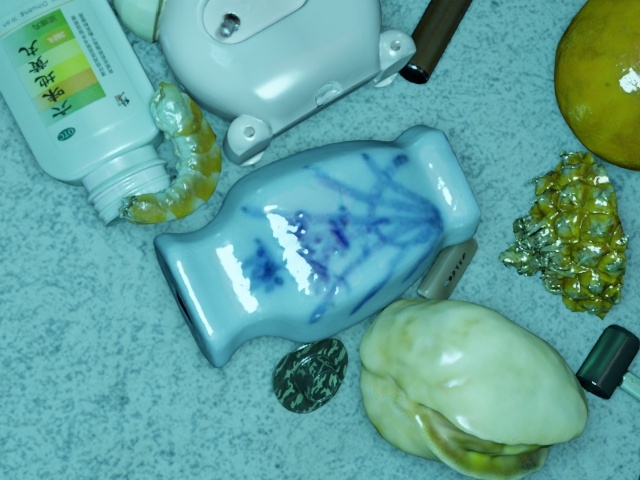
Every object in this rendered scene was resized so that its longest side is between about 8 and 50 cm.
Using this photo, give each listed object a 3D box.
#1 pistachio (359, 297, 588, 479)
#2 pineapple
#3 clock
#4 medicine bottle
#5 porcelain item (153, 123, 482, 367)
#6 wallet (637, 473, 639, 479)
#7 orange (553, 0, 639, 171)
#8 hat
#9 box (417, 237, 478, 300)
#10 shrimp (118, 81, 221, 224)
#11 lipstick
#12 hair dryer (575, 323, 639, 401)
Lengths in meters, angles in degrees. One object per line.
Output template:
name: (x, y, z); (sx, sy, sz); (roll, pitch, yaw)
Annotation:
pistachio: (0.197, 0.194, 1.402); (0.321, 0.229, 0.238); (25, 44, -15)
pineapple: (0.343, -0.010, 1.498); (0.164, 0.140, 0.250); (-1, 86, -10)
clock: (-0.077, -0.308, 1.428); (0.342, 0.184, 0.326); (-30, 87, -13)
medicine bottle: (-0.311, -0.183, 1.394); (0.179, 0.124, 0.324); (-27, 91, -6)
porcelain item: (0.000, 0.000, 1.403); (0.405, 0.178, 0.243); (-25, 89, -12)
wallet: (0.537, 0.357, 1.537); (0.165, 0.042, 0.310); (22, 78, -6)
orange: (0.476, -0.237, 1.507); (0.284, 0.226, 0.284); (0, 85, -5)
hat: (-0.006, 0.189, 1.429); (0.121, 0.050, 0.121); (-11, 119, -19)
box: (0.182, 0.040, 1.503); (0.115, 0.025, 0.048); (-57, 135, -14)
shrimp: (-0.204, -0.103, 1.333); (0.166, 0.049, 0.161); (-37, 108, -26)
lipstick: (0.213, -0.388, 1.556); (0.057, 0.057, 0.357); (31, 79, -6)
hair dryer: (0.471, 0.215, 1.523); (0.197, 0.057, 0.100); (37, 78, 3)
